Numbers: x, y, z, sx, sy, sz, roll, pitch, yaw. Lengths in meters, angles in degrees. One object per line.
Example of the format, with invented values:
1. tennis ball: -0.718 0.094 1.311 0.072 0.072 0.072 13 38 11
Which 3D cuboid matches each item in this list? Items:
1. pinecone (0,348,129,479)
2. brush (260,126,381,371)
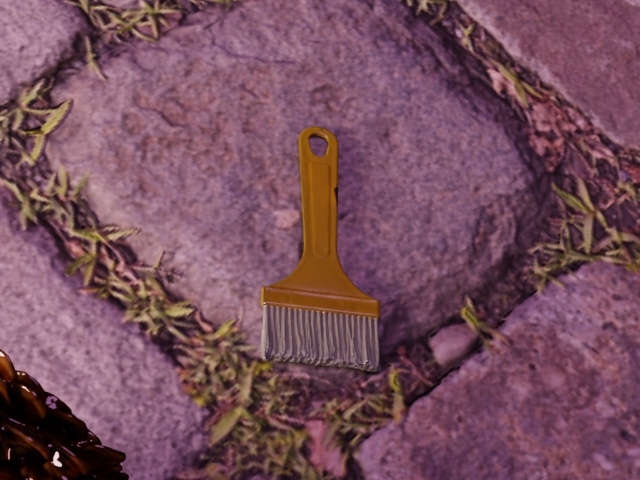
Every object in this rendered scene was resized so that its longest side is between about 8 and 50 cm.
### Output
1. pinecone: -0.203 0.153 1.126 0.163 0.163 0.165 33 64 9
2. brush: 0.000 0.000 1.378 0.083 0.011 0.205 7 54 -10
